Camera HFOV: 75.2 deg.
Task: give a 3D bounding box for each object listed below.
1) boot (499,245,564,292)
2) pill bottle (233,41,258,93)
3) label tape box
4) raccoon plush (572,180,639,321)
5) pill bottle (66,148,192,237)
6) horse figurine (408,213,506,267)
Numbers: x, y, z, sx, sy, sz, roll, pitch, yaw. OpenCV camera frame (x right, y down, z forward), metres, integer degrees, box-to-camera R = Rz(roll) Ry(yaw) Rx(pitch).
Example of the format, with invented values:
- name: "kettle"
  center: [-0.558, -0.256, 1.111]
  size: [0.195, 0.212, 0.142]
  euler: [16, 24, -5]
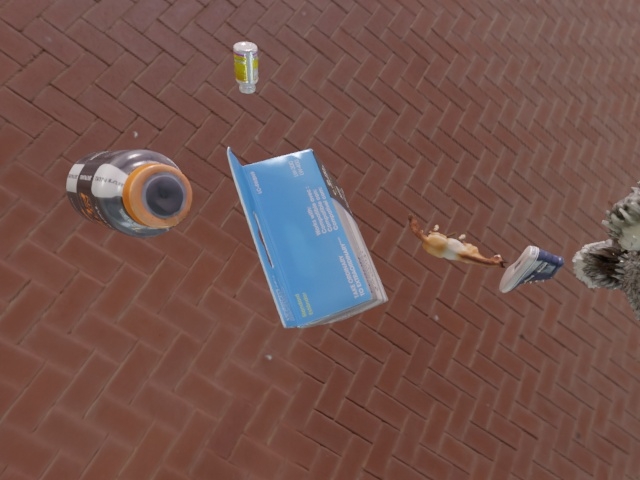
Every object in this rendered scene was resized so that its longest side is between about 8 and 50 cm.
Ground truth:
- name: "boot"
  center: [0.543, 0.092, 1.080]
  size: [0.086, 0.190, 0.069]
  euler: [21, 57, 8]
- name: "pill bottle"
  center: [-0.138, -0.319, 0.771]
  size: [0.043, 0.083, 0.043]
  euler: [4, 45, -4]
- name: "label tape box"
  center: [0.000, 0.000, 0.665]
  size: [0.115, 0.348, 0.249]
  euler: [-23, 76, 8]
- name: "raccoon plush"
  center: [0.376, 0.011, 0.492]
  size: [0.299, 0.446, 0.216]
  euler: [32, 78, -8]
- name: "pill bottle"
  center: [-0.292, -0.075, 0.642]
  size: [0.130, 0.246, 0.130]
  euler: [-9, 104, -42]
- name: "horse figurine"
  center: [0.358, 0.011, 1.146]
  size: [0.263, 0.174, 0.066]
  euler: [20, 112, 3]
